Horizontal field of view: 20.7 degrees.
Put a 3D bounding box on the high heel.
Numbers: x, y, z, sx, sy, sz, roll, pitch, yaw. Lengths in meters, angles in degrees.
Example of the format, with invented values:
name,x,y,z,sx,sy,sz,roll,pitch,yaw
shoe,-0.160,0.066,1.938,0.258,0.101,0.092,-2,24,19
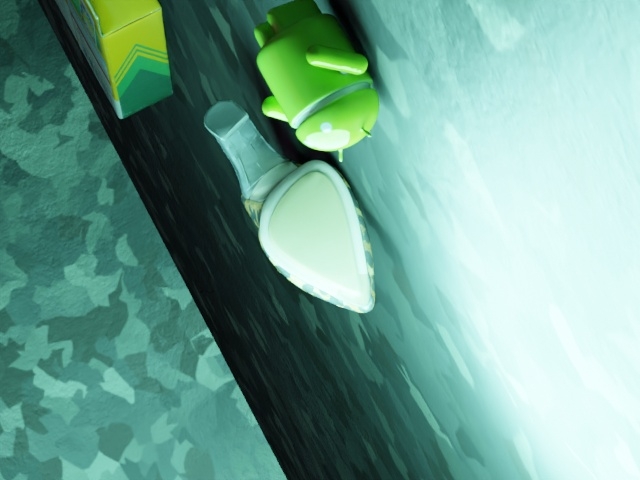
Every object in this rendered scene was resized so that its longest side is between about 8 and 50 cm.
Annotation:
name,x,y,z,sx,sy,sz,roll,pitch,yaw
high heel,0.000,0.000,1.574,0.261,0.093,0.186,53,178,35

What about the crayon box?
name,x,y,z,sx,sy,sz,roll,pitch,yaw
crayon box,-0.265,-0.300,2.126,0.203,0.083,0.323,61,171,13

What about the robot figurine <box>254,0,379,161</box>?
name,x,y,z,sx,sy,sz,roll,pitch,yaw
robot figurine,-0.001,-0.115,1.250,0.115,0.067,0.101,62,147,8
